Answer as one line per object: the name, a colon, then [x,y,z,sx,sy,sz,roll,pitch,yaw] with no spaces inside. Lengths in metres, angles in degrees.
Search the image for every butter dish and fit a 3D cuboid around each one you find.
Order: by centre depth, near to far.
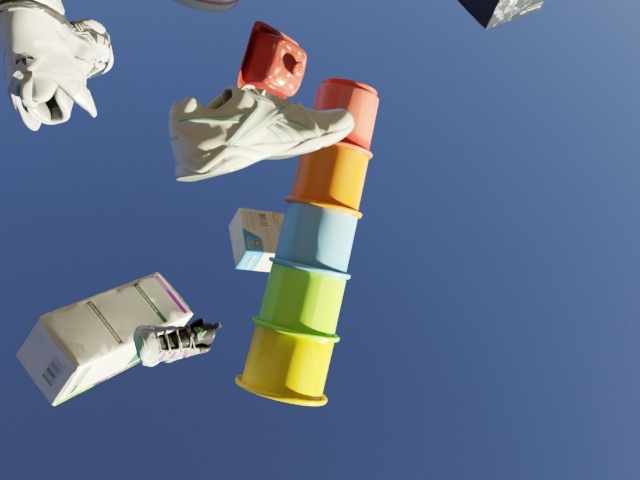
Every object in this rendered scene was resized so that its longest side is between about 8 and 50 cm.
butter dish: [-0.086,-0.387,1.613,0.118,0.160,0.160,19,-178,40]

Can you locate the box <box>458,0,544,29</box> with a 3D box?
box: [0.360,-0.495,1.330,0.156,0.158,0.093,-26,-112,-25]

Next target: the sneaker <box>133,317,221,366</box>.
sneaker: [-0.124,0.087,0.655,0.069,0.098,0.038,-17,-97,5]

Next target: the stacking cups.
stacking cups: [0.000,0.000,0.728,0.096,0.096,0.316,16,-94,-12]

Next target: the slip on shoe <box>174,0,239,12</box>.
slip on shoe: [-0.100,-0.371,0.806,0.123,0.101,0.331,16,-138,-7]

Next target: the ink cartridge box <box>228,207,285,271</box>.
ink cartridge box: [-0.075,0.005,1.378,0.181,0.061,0.104,7,-129,-27]

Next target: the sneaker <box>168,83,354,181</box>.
sneaker: [-0.039,-0.086,0.524,0.152,0.053,0.061,-17,-84,-33]

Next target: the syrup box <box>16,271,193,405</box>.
syrup box: [-0.307,0.136,1.057,0.096,0.093,0.237,48,-150,12]

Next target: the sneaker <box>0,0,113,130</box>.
sneaker: [-0.460,-0.297,1.280,0.137,0.366,0.210,-12,-94,4]
